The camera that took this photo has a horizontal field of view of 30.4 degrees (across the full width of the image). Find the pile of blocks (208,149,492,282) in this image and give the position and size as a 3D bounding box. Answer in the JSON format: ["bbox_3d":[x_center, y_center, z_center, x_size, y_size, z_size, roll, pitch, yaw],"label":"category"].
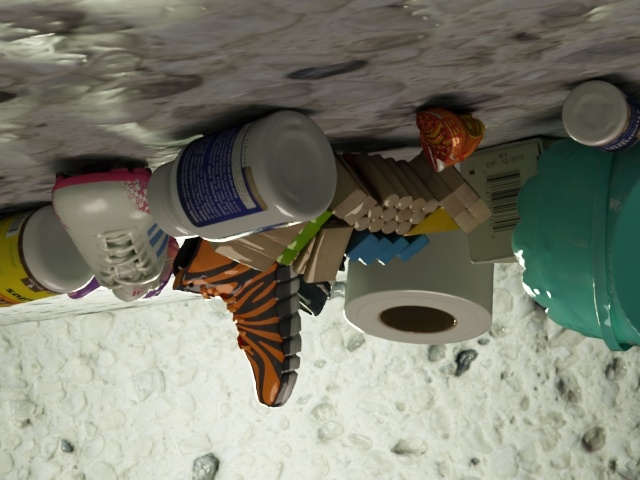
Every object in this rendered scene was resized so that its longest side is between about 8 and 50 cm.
[{"bbox_3d":[0.025,-0.043,1.393,0.362,0.112,0.149,-1,130,-30],"label":"pile of blocks"}]

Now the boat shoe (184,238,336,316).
[{"bbox_3d":[-0.103,0.044,1.828,0.254,0.079,0.095,24,160,6],"label":"boat shoe"}]

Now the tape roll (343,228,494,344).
[{"bbox_3d":[0.165,0.055,1.948,0.246,0.169,0.246,4,155,2],"label":"tape roll"}]

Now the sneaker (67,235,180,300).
[{"bbox_3d":[-0.268,0.043,1.674,0.095,0.104,0.236,-11,-167,33],"label":"sneaker"}]

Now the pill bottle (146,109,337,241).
[{"bbox_3d":[-0.086,-0.058,1.191,0.187,0.112,0.112,-13,172,41],"label":"pill bottle"}]

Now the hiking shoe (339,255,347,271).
[{"bbox_3d":[0.000,0.000,1.848,0.086,0.114,0.227,-11,173,24],"label":"hiking shoe"}]

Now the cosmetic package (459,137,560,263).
[{"bbox_3d":[0.326,-0.050,1.615,0.129,0.153,0.296,-11,175,37],"label":"cosmetic package"}]

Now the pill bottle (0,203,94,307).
[{"bbox_3d":[-0.401,0.025,1.567,0.215,0.117,0.117,-12,172,40],"label":"pill bottle"}]

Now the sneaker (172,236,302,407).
[{"bbox_3d":[-0.125,0.092,1.701,0.180,0.321,0.124,-4,-167,-17],"label":"sneaker"}]

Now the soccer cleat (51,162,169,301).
[{"bbox_3d":[-0.231,-0.003,1.388,0.116,0.143,0.331,-8,174,1],"label":"soccer cleat"}]

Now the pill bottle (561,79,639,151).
[{"bbox_3d":[0.301,-0.127,1.232,0.067,0.067,0.120,-11,174,28],"label":"pill bottle"}]

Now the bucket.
[{"bbox_3d":[0.379,-0.001,1.356,0.281,0.281,0.183,-5,-171,-21],"label":"bucket"}]

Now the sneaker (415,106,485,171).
[{"bbox_3d":[0.140,-0.117,1.247,0.067,0.064,0.175,-28,178,3],"label":"sneaker"}]
